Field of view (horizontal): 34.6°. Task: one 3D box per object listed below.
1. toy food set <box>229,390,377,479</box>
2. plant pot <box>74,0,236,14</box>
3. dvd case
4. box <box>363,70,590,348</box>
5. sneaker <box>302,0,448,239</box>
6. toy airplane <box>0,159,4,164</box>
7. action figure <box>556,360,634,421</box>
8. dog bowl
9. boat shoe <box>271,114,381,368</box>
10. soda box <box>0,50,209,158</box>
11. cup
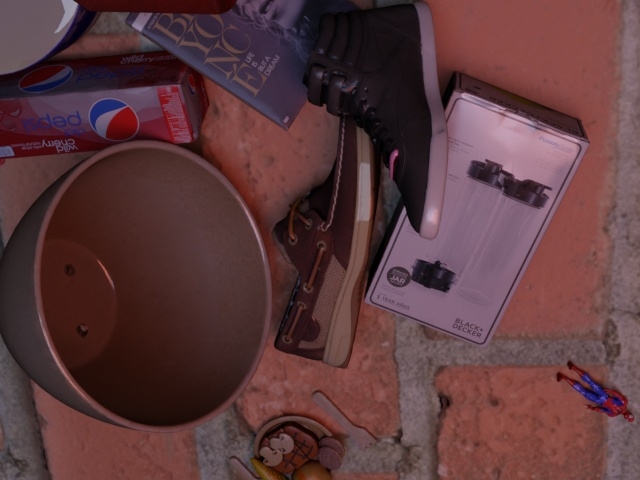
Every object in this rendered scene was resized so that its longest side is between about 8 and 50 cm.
[{"bbox_3d":[-0.031,0.303,1.428,0.132,0.038,0.192,44,112,-11],"label":"toy food set"},{"bbox_3d":[-0.174,-0.370,1.014,0.267,0.267,0.236,6,146,21],"label":"plant pot"},{"bbox_3d":[-0.085,-0.255,1.174,0.221,0.018,0.165,33,90,-6],"label":"dvd case"},{"bbox_3d":[0.181,-0.034,1.228,0.169,0.087,0.290,20,115,-1],"label":"box"},{"bbox_3d":[0.056,-0.130,1.106,0.146,0.296,0.104,-2,152,-4],"label":"sneaker"},{"bbox_3d":[-0.469,-0.150,1.300,0.151,0.028,0.151,3,115,6],"label":"toy airplane"},{"bbox_3d":[0.362,0.203,1.338,0.115,0.030,0.038,33,108,-9],"label":"action figure"},{"bbox_3d":[-0.376,-0.325,1.169,0.264,0.104,0.265,3,113,6],"label":"dog bowl"},{"bbox_3d":[0.000,0.000,1.254,0.123,0.123,0.342,9,120,2],"label":"boat shoe"},{"bbox_3d":[-0.272,-0.163,1.227,0.263,0.092,0.083,-3,128,10],"label":"soda box"},{"bbox_3d":[-0.256,0.067,1.236,0.237,0.331,0.331,-12,114,43],"label":"cup"}]
